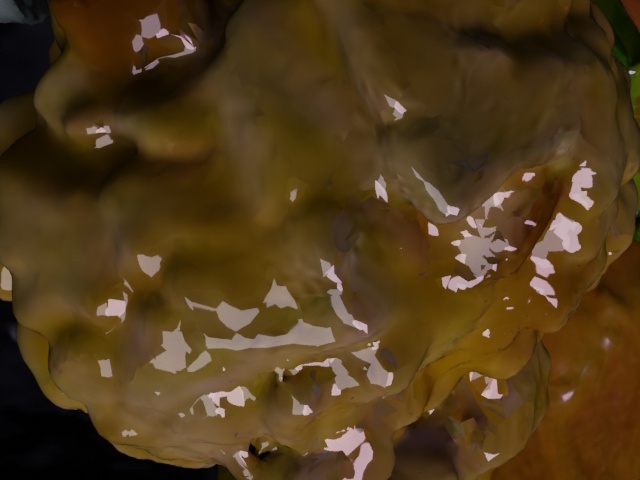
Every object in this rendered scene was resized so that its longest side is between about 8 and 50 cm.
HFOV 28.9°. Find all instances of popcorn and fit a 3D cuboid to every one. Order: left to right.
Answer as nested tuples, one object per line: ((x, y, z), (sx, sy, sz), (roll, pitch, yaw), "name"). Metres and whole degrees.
((0.000, 0.000, 0.510), (0.265, 0.225, 0.332), (-13, 110, -15), "popcorn")

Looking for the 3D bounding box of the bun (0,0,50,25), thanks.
((-0.119, -0.194, 0.503), (0.213, 0.126, 0.203), (-6, 110, 7), "bun")

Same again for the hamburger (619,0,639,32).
((0.229, -0.103, 0.517), (0.214, 0.235, 0.125), (52, 134, -1), "hamburger")

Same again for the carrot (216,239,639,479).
((0.100, 0.123, 0.737), (0.341, 0.241, 0.241), (-26, 128, 33), "carrot")

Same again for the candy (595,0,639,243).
((0.107, -0.086, 0.628), (0.246, 0.069, 0.149), (25, 130, 3), "candy")
